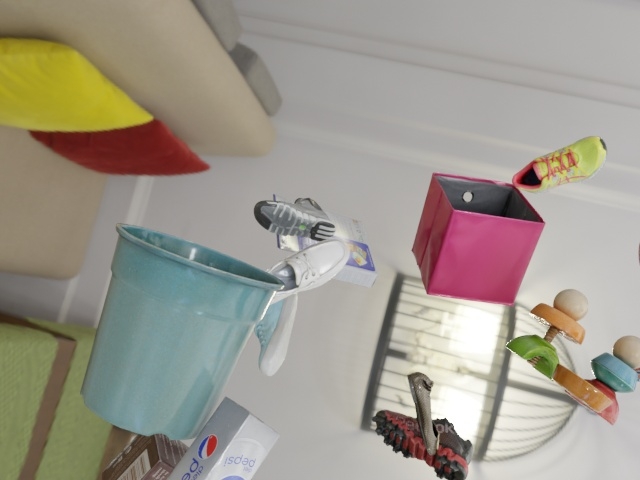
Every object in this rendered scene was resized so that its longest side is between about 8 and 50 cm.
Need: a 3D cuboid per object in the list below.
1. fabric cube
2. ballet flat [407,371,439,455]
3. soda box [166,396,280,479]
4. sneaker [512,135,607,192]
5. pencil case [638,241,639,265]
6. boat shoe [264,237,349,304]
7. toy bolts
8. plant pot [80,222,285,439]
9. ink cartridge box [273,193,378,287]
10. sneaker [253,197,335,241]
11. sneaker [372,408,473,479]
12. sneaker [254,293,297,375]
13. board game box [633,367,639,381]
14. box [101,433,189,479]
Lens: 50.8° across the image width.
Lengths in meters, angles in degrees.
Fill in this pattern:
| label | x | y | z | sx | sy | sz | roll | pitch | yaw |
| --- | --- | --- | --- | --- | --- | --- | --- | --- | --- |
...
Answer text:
| label | x | y | z | sx | sy | sz | roll | pitch | yaw |
| --- | --- | --- | --- | --- | --- | --- | --- | --- | --- |
| fabric cube | 0.419 | -0.008 | 1.851 | 0.259 | 0.254 | 0.258 | -98 | -163 | -61 |
| ballet flat | 0.256 | 0.411 | 1.600 | 0.084 | 0.058 | 0.249 | -102 | 176 | -64 |
| soda box | -0.203 | 0.433 | 1.206 | 0.091 | 0.098 | 0.286 | 46 | 71 | -33 |
| sneaker | 0.479 | -0.146 | 1.366 | 0.208 | 0.094 | 0.081 | -34 | -113 | 49 |
| pencil case | 0.805 | 0.019 | 1.353 | 0.167 | 0.160 | 0.386 | -57 | -178 | -9 |
| boat shoe | -0.052 | 0.078 | 1.629 | 0.277 | 0.098 | 0.096 | -30 | 171 | -5 |
| toy bolts | 0.481 | 0.204 | 1.165 | 0.158 | 0.229 | 0.218 | -53 | -160 | 0 |
| plant pot | -0.288 | 0.179 | 1.308 | 0.341 | 0.341 | 0.334 | 18 | 93 | -80 |
| ink cartridge box | 0.000 | 0.000 | 2.008 | 0.303 | 0.307 | 0.072 | -100 | -152 | -56 |
| sneaker | -0.077 | -0.074 | 1.772 | 0.086 | 0.229 | 0.132 | -59 | -152 | 26 |
| sneaker | 0.271 | 0.505 | 1.738 | 0.135 | 0.276 | 0.097 | -41 | 146 | -41 |
| sneaker | -0.181 | 0.306 | 2.285 | 0.365 | 0.150 | 0.135 | -74 | 167 | -52 |
| board game box | 0.992 | 0.377 | 2.022 | 0.136 | 0.201 | 0.035 | -30 | 104 | -40 |
| box | -0.344 | 0.545 | 1.476 | 0.168 | 0.203 | 0.167 | -46 | -155 | -4 |
